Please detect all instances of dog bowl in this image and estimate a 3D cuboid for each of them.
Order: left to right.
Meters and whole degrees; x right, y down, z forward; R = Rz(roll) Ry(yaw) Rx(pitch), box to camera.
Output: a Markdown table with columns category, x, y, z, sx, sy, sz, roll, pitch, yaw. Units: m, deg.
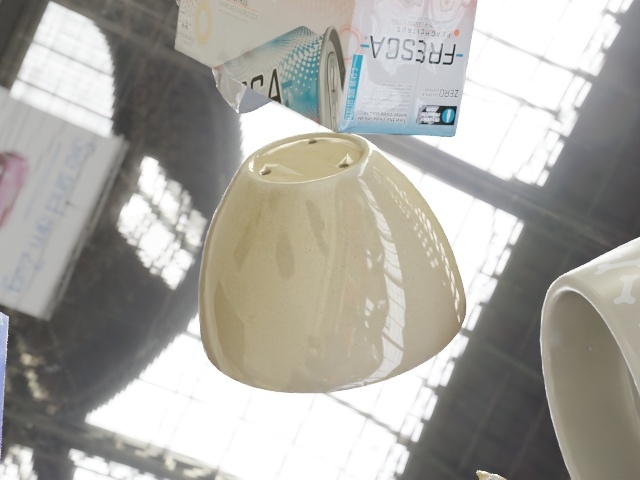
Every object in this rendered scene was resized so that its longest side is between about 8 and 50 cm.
| category | x | y | z | sx | sy | sz | roll | pitch | yaw |
| --- | --- | --- | --- | --- | --- | --- | --- | --- | --- |
| dog bowl | 0.322 | 0.173 | 1.289 | 0.349 | 0.102 | 0.348 | 168 | -90 | -82 |

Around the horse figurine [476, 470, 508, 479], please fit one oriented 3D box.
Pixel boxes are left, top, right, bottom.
| category | x | y | z | sx | sy | sz | roll | pitch | yaw |
| --- | --- | --- | --- | --- | --- | --- | --- | --- | --- |
| horse figurine | 0.244 | 0.379 | 1.478 | 0.066 | 0.175 | 0.263 | -103 | -155 | -84 |

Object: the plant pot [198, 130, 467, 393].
| category | x | y | z | sx | sy | sz | roll | pitch | yaw |
| --- | --- | --- | --- | --- | --- | --- | --- | --- | --- |
| plant pot | 0.000 | 0.000 | 1.323 | 0.284 | 0.284 | 0.190 | -119 | -163 | -61 |

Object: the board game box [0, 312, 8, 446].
| category | x | y | z | sx | sy | sz | roll | pitch | yaw |
| --- | --- | --- | --- | --- | --- | --- | --- | --- | --- |
| board game box | -0.472 | 0.245 | 1.381 | 0.347 | 0.078 | 0.233 | -43 | -147 | 22 |

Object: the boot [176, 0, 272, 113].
| category | x | y | z | sx | sy | sz | roll | pitch | yaw |
| --- | --- | --- | --- | --- | --- | --- | --- | --- | --- |
| boot | -0.045 | -0.176 | 0.789 | 0.095 | 0.123 | 0.258 | -33 | 174 | -22 |

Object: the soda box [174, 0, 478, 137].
| category | x | y | z | sx | sy | sz | roll | pitch | yaw |
| --- | --- | --- | --- | --- | --- | --- | --- | --- | --- |
| soda box | -0.006 | -0.097 | 0.575 | 0.183 | 0.058 | 0.063 | 35 | -59 | 58 |
